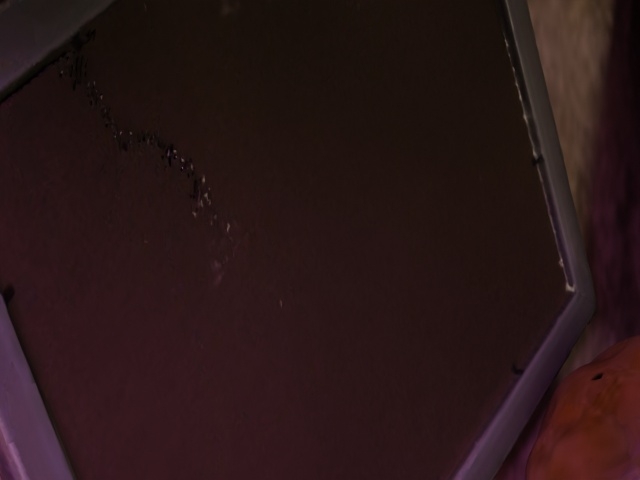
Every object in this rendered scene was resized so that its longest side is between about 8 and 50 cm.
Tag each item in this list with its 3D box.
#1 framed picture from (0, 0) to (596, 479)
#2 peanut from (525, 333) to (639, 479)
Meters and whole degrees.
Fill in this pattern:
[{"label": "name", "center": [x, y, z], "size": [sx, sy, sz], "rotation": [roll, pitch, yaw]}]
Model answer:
[{"label": "framed picture", "center": [0.000, 0.000, 0.518], "size": [0.293, 0.018, 0.231], "rotation": [-49, 130, -49]}, {"label": "peanut", "center": [0.129, 0.142, 0.601], "size": [0.110, 0.120, 0.236], "rotation": [67, 10, -60]}]
